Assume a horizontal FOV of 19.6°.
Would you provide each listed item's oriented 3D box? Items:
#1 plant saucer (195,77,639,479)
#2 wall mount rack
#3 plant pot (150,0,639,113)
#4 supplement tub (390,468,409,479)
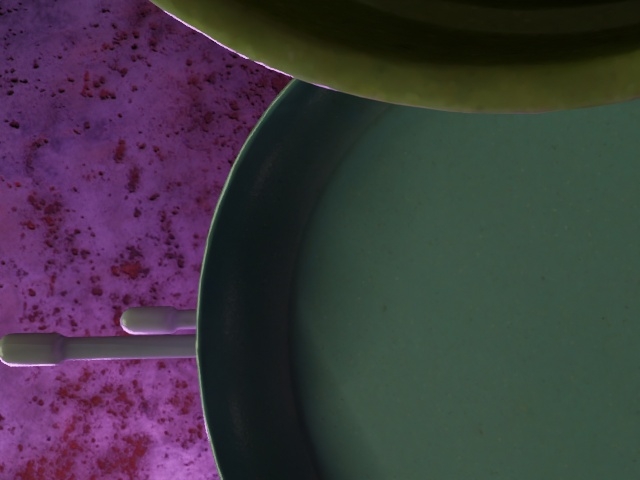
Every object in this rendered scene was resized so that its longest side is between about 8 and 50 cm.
[{"bbox_3d":[0.087,0.057,0.739,0.043,0.317,0.318,-16,-84,-53],"label":"plant saucer"},{"bbox_3d":[0.000,0.000,1.034,0.130,0.304,0.350,49,-169,8],"label":"wall mount rack"},{"bbox_3d":[0.070,-0.175,0.507,0.254,0.276,0.276,-19,-82,-74],"label":"plant pot"},{"bbox_3d":[0.147,0.099,0.960,0.316,0.228,0.228,53,-154,-83],"label":"supplement tub"}]
